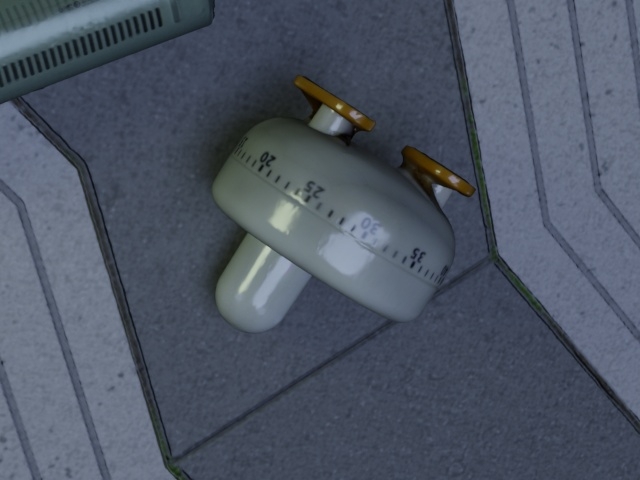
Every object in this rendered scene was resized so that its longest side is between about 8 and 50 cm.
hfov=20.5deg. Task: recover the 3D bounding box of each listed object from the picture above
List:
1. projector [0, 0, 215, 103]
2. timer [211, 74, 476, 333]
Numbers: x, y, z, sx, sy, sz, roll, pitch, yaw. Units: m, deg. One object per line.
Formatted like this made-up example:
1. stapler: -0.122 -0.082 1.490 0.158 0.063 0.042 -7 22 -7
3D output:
1. projector: -0.260 -0.176 1.514 0.337 0.108 0.108 -23 118 -13
2. timer: 0.000 0.000 1.633 0.233 0.233 0.240 31 93 -31
